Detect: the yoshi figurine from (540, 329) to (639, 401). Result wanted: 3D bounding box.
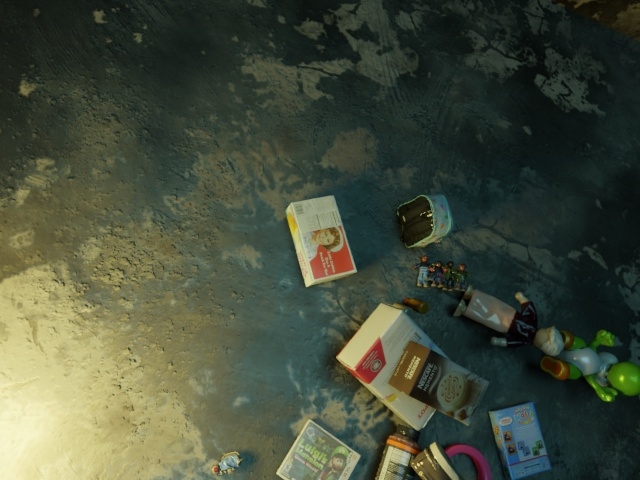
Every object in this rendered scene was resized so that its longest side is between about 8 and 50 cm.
[{"bbox_3d":[0.932,0.421,1.642,0.362,0.204,0.203,20,35,-19],"label":"yoshi figurine"}]

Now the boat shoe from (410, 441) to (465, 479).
[{"bbox_3d":[0.376,0.721,1.409,0.096,0.116,0.324,-34,105,5],"label":"boat shoe"}]

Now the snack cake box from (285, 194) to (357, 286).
[{"bbox_3d":[0.000,0.000,1.581,0.152,0.089,0.265,-11,78,-21],"label":"snack cake box"}]

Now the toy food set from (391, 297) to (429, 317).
[{"bbox_3d":[0.243,0.285,1.584,0.111,0.104,0.232,25,86,-22],"label":"toy food set"}]

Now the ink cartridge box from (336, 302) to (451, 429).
[{"bbox_3d":[0.234,0.369,1.459,0.226,0.131,0.306,-48,111,-14],"label":"ink cartridge box"}]

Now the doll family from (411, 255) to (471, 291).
[{"bbox_3d":[0.410,0.109,1.676,0.192,0.076,0.111,11,74,-7],"label":"doll family"}]

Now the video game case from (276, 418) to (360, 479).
[{"bbox_3d":[-0.003,0.645,1.423,0.190,0.022,0.173,37,67,-3],"label":"video game case"}]

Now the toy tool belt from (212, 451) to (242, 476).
[{"bbox_3d":[-0.254,0.610,1.342,0.083,0.051,0.052,-18,80,-20],"label":"toy tool belt"}]

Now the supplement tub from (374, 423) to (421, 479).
[{"bbox_3d":[0.233,0.647,1.449,0.106,0.106,0.198,27,68,-8],"label":"supplement tub"}]

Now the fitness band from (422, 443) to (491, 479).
[{"bbox_3d":[0.409,0.766,1.494,0.209,0.054,0.291,30,69,-7],"label":"fitness band"}]

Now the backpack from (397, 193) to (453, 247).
[{"bbox_3d":[0.361,-0.070,1.656,0.144,0.188,0.166,-2,74,-17],"label":"backpack"}]

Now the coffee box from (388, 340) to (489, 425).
[{"bbox_3d":[0.333,0.399,1.379,0.246,0.098,0.141,30,82,-24],"label":"coffee box"}]

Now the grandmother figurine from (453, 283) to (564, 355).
[{"bbox_3d":[0.630,0.265,1.624,0.342,0.104,0.208,28,82,19],"label":"grandmother figurine"}]

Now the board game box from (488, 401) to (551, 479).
[{"bbox_3d":[0.650,0.650,1.608,0.160,0.039,0.212,-6,76,-18],"label":"board game box"}]
